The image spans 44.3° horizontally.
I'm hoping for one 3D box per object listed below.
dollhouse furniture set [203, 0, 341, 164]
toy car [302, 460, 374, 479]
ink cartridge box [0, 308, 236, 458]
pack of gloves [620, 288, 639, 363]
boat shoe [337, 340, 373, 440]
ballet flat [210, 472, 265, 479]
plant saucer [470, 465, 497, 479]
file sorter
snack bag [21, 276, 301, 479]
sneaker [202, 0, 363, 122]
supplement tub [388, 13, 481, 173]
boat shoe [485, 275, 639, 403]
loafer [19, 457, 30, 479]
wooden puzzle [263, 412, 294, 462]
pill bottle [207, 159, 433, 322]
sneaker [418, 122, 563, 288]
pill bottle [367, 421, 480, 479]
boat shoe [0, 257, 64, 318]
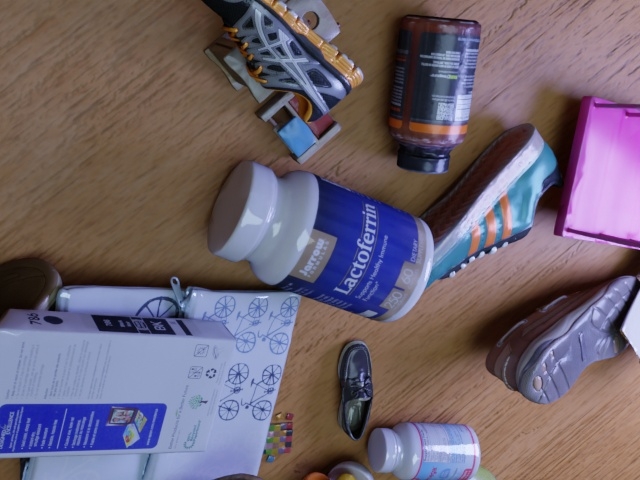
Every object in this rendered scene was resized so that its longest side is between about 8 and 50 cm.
[{"bbox_3d":[-0.023,-0.195,0.950,0.129,0.129,0.183,-42,115,-2],"label":"dollhouse furniture set"},{"bbox_3d":[0.008,0.428,1.177,0.136,0.159,0.182,0,112,17],"label":"toy car"},{"bbox_3d":[-0.274,0.169,0.918,0.333,0.065,0.165,8,107,-34],"label":"ink cartridge box"},{"bbox_3d":[0.544,0.122,1.275,0.195,0.046,0.232,50,56,-24],"label":"pack of gloves"},{"bbox_3d":[0.056,0.224,1.163,0.056,0.049,0.152,-6,109,-17],"label":"boat shoe"},{"bbox_3d":[-0.223,0.395,1.058,0.342,0.124,0.116,-22,83,-3],"label":"ballet flat"},{"bbox_3d":[0.209,0.483,1.311,0.241,0.037,0.241,-6,109,-17],"label":"plant saucer"},{"bbox_3d":[0.519,-0.075,1.118,0.291,0.182,0.202,7,97,-30],"label":"file sorter"},{"bbox_3d":[-0.204,0.204,1.034,0.342,0.037,0.323,6,107,-34],"label":"snack bag"},{"bbox_3d":[-0.053,-0.204,0.822,0.215,0.084,0.083,34,98,-26],"label":"sneaker"},{"bbox_3d":[0.145,-0.190,1.026,0.106,0.106,0.198,0,108,-20],"label":"supplement tub"},{"bbox_3d":[0.380,0.132,1.211,0.324,0.116,0.123,-22,112,-34],"label":"boat shoe"},{"bbox_3d":[-0.382,0.351,1.053,0.061,0.062,0.170,15,99,0],"label":"loafer"},{"bbox_3d":[-0.066,0.294,1.167,0.049,0.006,0.083,0,107,-20],"label":"wooden puzzle"},{"bbox_3d":[0.000,0.000,1.012,0.265,0.153,0.153,20,100,-24],"label":"pill bottle"},{"bbox_3d":[0.228,-0.019,1.110,0.302,0.108,0.121,-46,112,-2],"label":"sneaker"},{"bbox_3d":[0.158,0.325,1.212,0.160,0.087,0.087,7,105,-21],"label":"pill bottle"},{"bbox_3d":[-0.430,0.169,0.952,0.342,0.123,0.123,-50,147,-10],"label":"boat shoe"}]
